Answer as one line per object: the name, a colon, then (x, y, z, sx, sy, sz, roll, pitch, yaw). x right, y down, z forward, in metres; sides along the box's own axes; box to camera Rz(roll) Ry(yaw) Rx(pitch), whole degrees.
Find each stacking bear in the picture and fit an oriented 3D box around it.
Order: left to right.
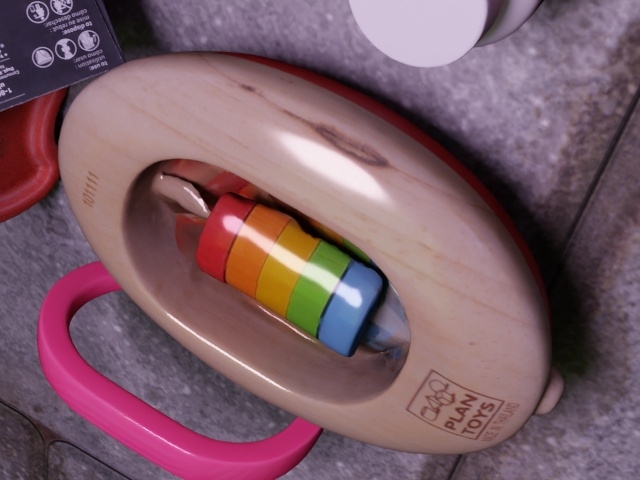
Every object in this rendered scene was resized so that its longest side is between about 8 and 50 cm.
stacking bear: (-0.411, -0.148, 1.033, 0.289, 0.164, 0.175, 32, 135, 15)

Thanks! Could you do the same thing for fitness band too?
fitness band: (-0.126, 0.112, 1.002, 0.290, 0.209, 0.054, 29, 136, 11)

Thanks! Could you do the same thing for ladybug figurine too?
ladybug figurine: (0.000, 0.000, 0.866, 0.449, 0.162, 0.305, 33, 134, 8)

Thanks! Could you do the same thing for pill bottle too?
pill bottle: (0.094, -0.182, 0.646, 0.112, 0.187, 0.112, 17, 131, 21)

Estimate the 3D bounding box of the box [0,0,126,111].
box: (-0.307, -0.183, 0.852, 0.142, 0.247, 0.163, -129, 19, -59)
